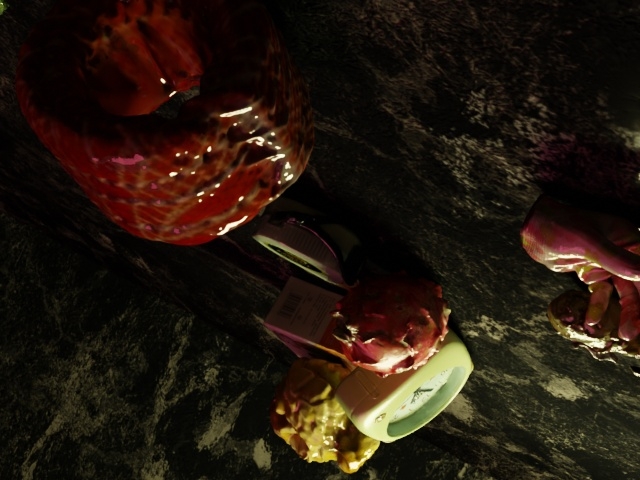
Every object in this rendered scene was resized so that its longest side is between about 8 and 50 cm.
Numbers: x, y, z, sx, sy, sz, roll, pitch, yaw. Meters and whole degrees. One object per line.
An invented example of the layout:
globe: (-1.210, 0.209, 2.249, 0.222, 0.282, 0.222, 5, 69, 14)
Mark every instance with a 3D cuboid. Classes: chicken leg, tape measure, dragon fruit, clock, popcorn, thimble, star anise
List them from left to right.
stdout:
thimble: (-0.190, -0.182, 1.324, 0.350, 0.350, 0.230, 21, 157, 28)
tape measure: (0.000, 0.000, 1.952, 0.235, 0.115, 0.207, 28, 170, -7)
popcorn: (0.018, 0.406, 2.447, 0.332, 0.225, 0.265, 36, 144, 50)
dragon fruit: (0.123, 0.161, 1.975, 0.205, 0.210, 0.268, 14, -171, 42)
clock: (0.198, 0.315, 2.281, 0.117, 0.286, 0.348, 49, 180, 28)
star anise: (0.449, 0.164, 1.735, 0.129, 0.056, 0.124, 36, 175, -9)
chicken leg: (0.463, 0.147, 1.616, 0.228, 0.088, 0.103, 31, 149, 1)

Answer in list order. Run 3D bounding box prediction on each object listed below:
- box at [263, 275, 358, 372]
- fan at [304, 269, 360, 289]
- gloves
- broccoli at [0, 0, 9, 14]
box: (0.065, 0.238, 2.501, 0.341, 0.143, 0.225, 20, 162, 35)
fan: (-0.002, 0.042, 2.253, 0.229, 0.011, 0.335, 31, 164, -4)
gloves: (0.377, 0.030, 1.349, 0.241, 0.126, 0.145, 28, 138, 19)
broccoli: (-0.512, -0.407, 1.427, 0.270, 0.270, 0.270, -11, 147, 21)
